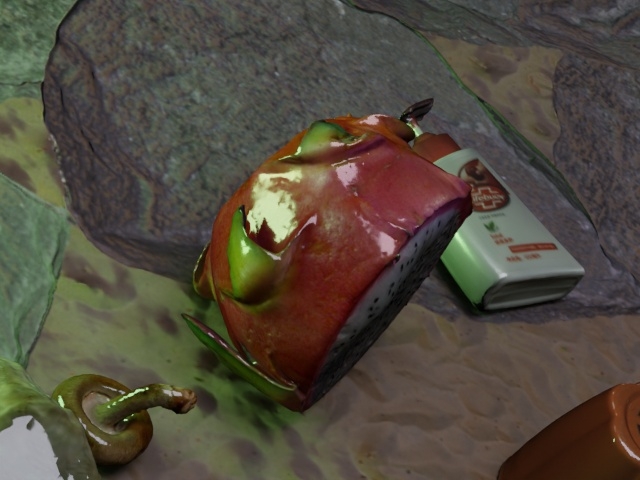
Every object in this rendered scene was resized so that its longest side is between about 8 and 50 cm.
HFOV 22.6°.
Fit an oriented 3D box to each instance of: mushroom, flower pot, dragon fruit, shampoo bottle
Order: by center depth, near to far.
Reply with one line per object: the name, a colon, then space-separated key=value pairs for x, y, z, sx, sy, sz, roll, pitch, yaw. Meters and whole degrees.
mushroom: x=-0.259 y=0.198 z=1.208 sx=0.189 sy=0.164 sz=0.267 roll=-8 pitch=72 yaw=-31
mushroom: x=-0.169 y=0.157 z=1.395 sx=0.129 sy=0.073 sz=0.088 roll=-3 pitch=26 yaw=10
dragon fruit: x=0.000 y=0.000 z=1.507 sx=0.189 sy=0.291 sz=0.290 roll=40 pitch=42 yaw=8
flower pot: x=0.288 y=0.230 z=1.544 sx=0.190 sy=0.173 sz=0.191 roll=18 pitch=41 yaw=-17
shampoo bottle: x=0.165 y=-0.050 z=1.810 sx=0.153 sy=0.071 sz=0.284 roll=-9 pitch=57 yaw=-39
